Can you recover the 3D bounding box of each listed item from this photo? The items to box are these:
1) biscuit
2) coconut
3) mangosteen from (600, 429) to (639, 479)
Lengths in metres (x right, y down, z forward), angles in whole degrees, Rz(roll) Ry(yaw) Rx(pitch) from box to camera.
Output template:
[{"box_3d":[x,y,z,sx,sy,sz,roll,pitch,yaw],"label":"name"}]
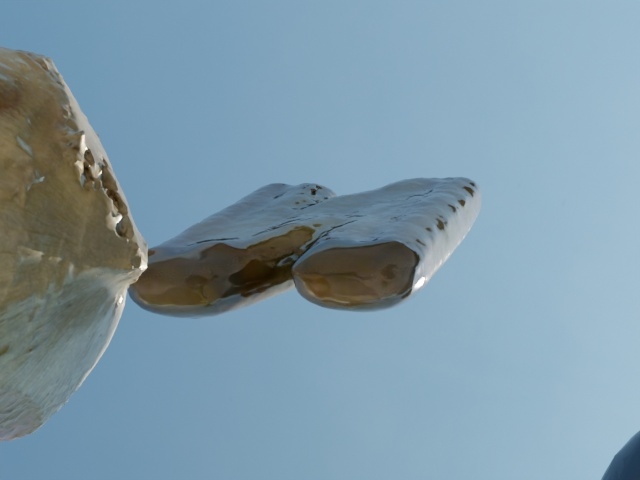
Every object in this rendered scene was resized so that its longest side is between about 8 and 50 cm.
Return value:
[{"box_3d":[0.000,0.000,0.821,0.236,0.290,0.062,-2,-75,19],"label":"biscuit"},{"box_3d":[-0.169,0.001,0.435,0.194,0.194,0.194,-1,-115,2],"label":"coconut"},{"box_3d":[0.392,0.293,0.877,0.296,0.313,0.297,-14,-127,18],"label":"mangosteen"}]
